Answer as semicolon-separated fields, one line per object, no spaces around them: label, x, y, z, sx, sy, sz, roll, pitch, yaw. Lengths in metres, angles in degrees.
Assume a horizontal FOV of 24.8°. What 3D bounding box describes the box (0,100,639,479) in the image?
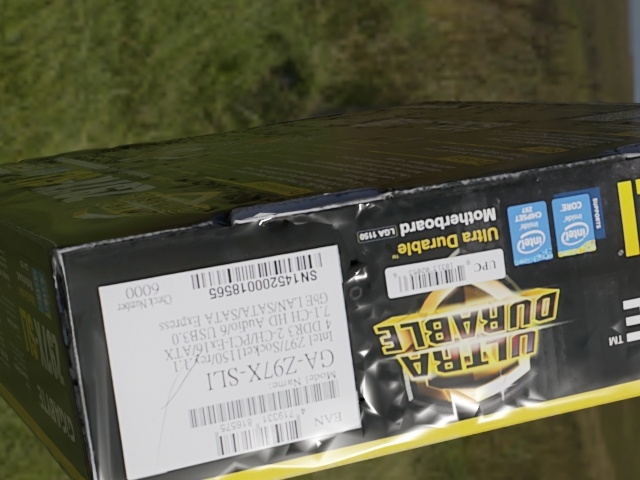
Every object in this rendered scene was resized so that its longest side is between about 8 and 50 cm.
box;0.000;0.000;0.543;0.322;0.257;0.079;-166;-114;-67
